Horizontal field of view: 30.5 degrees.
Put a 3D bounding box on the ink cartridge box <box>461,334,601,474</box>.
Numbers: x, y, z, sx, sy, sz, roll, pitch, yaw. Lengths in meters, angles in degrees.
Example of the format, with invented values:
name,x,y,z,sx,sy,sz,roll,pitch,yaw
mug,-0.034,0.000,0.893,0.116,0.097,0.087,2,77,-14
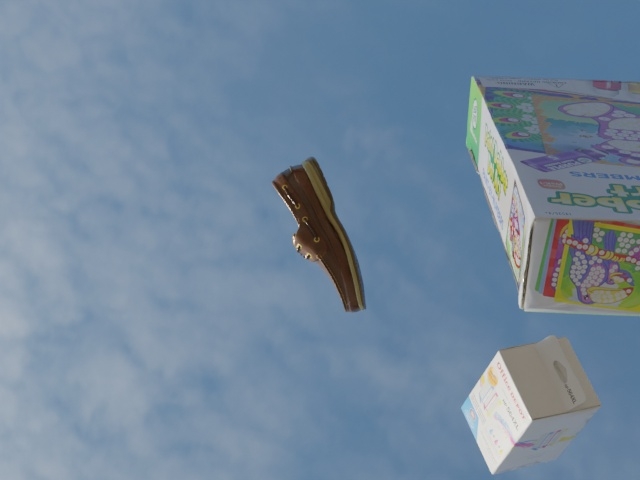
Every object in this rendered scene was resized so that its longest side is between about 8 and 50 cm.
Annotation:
name,x,y,z,sx,sy,sz,roll,pitch,yaw
ink cartridge box,0.231,0.176,1.286,0.090,0.143,0.092,-8,-125,-22

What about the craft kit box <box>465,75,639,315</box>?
name,x,y,z,sx,sy,sz,roll,pitch,yaw
craft kit box,0.217,-0.031,0.653,0.249,0.061,0.247,2,-154,-1

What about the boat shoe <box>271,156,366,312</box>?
name,x,y,z,sx,sy,sz,roll,pitch,yaw
boat shoe,0.000,0.000,1.272,0.060,0.064,0.178,-22,-101,1
